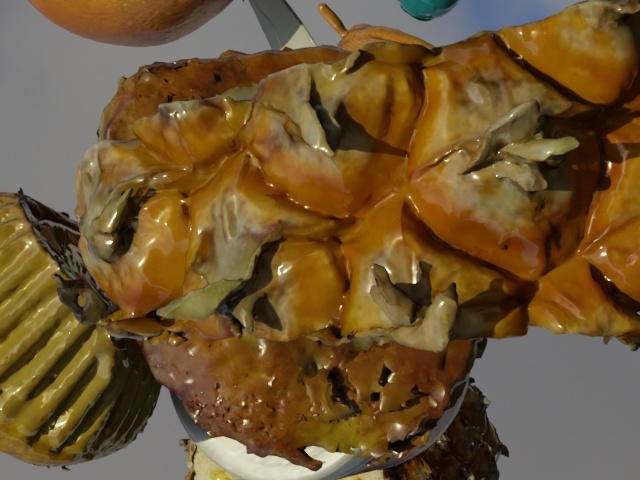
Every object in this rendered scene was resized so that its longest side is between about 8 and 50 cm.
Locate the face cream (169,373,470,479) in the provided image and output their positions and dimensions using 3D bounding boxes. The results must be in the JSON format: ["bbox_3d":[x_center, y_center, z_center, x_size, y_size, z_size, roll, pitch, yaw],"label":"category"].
[{"bbox_3d":[0.004,0.094,1.180,0.187,0.201,0.201,7,-109,-64],"label":"face cream"}]

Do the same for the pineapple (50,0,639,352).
[{"bbox_3d":[0.028,-0.018,0.515,0.186,0.236,0.114,0,-94,-74],"label":"pineapple"}]

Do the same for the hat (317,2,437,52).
[{"bbox_3d":[0.070,-0.220,1.866,0.233,0.244,0.233,-33,-97,-32],"label":"hat"}]

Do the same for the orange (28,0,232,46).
[{"bbox_3d":[-0.169,-0.306,1.292,0.261,0.261,0.261,27,-125,-48],"label":"orange"}]

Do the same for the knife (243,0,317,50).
[{"bbox_3d":[0.000,-0.118,1.385,0.043,0.081,0.336,-27,-88,-35],"label":"knife"}]

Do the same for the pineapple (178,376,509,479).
[{"bbox_3d":[0.032,0.255,1.643,0.300,0.352,0.352,-17,-89,-60],"label":"pineapple"}]

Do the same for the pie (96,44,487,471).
[{"bbox_3d":[0.000,0.000,0.950,0.308,0.085,0.308,2,-100,-13],"label":"pie"}]

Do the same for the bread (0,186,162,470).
[{"bbox_3d":[-0.207,0.057,1.070,0.240,0.139,0.240,47,-171,-10],"label":"bread"}]

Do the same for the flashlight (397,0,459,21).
[{"bbox_3d":[0.067,-0.194,0.947,0.129,0.051,0.051,71,-160,-61],"label":"flashlight"}]
